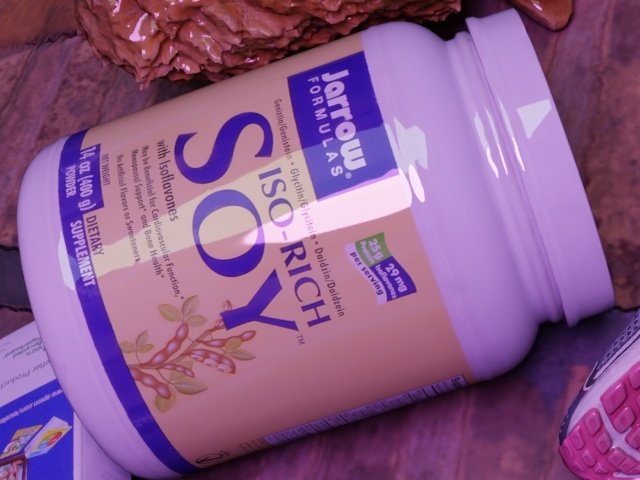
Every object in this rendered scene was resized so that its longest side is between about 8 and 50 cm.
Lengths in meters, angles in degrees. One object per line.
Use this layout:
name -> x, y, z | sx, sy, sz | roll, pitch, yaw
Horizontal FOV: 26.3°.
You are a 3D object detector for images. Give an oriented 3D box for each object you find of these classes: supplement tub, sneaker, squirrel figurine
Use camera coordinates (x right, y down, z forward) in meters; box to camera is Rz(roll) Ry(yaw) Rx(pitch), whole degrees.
supplement tub -> 0.000, 0.000, 0.894 | 0.331, 0.241, 0.241 | -19, 55, 8
sneaker -> 0.261, 0.042, 0.869 | 0.299, 0.121, 0.112 | -44, 26, -10
squirrel figurine -> 0.022, -0.236, 1.020 | 0.370, 0.281, 0.397 | 8, 36, 2

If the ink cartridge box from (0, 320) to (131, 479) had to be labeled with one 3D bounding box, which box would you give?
ink cartridge box -> -0.205, 0.218, 0.879 | 0.176, 0.069, 0.371 | -28, 41, 18
